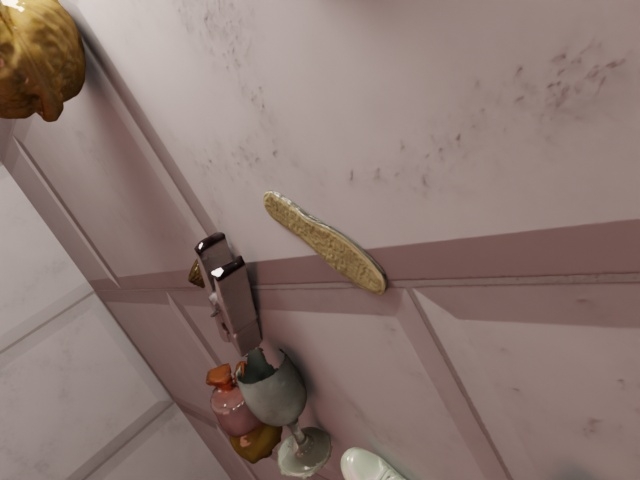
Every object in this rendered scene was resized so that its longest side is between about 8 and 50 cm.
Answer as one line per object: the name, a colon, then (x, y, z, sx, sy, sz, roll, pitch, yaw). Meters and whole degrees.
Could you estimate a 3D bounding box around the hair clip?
hair clip: (-0.191, 0.129, 1.054, 0.101, 0.085, 0.330, 36, 147, 27)

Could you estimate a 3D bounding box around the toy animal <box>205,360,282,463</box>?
toy animal: (-0.186, 0.464, 1.317, 0.195, 0.169, 0.281, -12, 121, 17)

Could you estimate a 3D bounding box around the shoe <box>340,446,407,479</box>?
shoe: (0.163, 0.510, 0.999, 0.265, 0.095, 0.110, 43, 142, 3)

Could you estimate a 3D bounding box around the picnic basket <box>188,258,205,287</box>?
picnic basket: (-0.241, 0.076, 1.098, 0.083, 0.072, 0.072, 25, 154, -19)

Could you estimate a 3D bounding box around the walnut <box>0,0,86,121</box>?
walnut: (-0.548, -0.334, 0.905, 0.257, 0.224, 0.257, 40, 149, 31)

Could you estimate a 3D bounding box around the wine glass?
wine glass: (-0.081, 0.384, 1.124, 0.143, 0.143, 0.321, 15, 132, 44)

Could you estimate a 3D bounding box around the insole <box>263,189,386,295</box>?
insole: (0.000, 0.000, 0.754, 0.248, 0.011, 0.081, 36, 145, 24)
